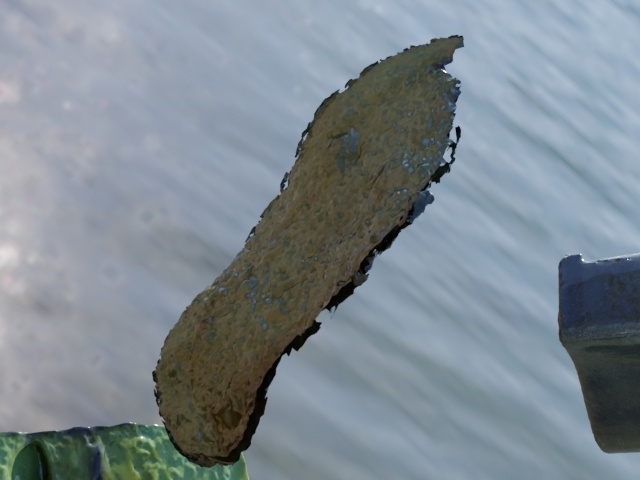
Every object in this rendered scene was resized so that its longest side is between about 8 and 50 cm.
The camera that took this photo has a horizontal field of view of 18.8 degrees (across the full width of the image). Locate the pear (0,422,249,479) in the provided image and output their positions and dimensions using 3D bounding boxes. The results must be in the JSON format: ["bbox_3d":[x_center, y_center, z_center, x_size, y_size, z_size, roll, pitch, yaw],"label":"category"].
[{"bbox_3d":[-0.178,0.271,1.299,0.286,0.176,0.281,0,62,-37],"label":"pear"}]

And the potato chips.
[{"bbox_3d":[0.000,0.000,0.819,0.026,0.209,0.142,34,-19,-27],"label":"potato chips"}]

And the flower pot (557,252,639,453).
[{"bbox_3d":[0.273,0.096,1.628,0.229,0.108,0.103,66,25,-47],"label":"flower pot"}]
